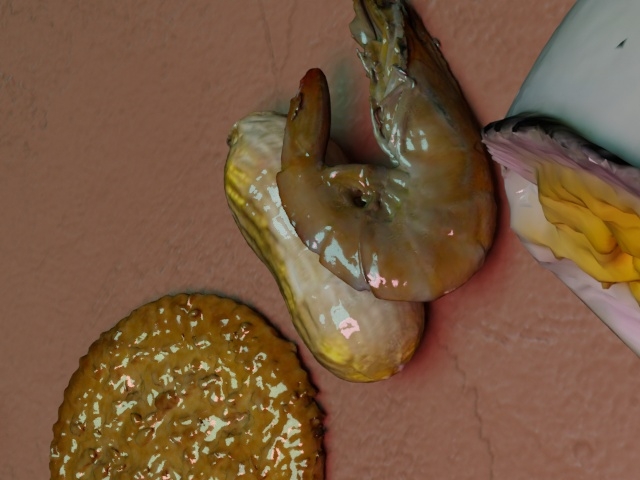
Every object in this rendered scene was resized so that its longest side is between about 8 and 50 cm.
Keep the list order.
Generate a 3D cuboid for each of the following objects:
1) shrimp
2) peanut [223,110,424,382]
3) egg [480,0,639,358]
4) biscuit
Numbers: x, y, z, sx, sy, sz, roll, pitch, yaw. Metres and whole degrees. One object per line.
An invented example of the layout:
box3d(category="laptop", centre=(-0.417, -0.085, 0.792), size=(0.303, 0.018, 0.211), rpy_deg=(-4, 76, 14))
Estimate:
box3d(category="shrimp", centre=(0.034, -0.066, 1.084), size=(0.133, 0.053, 0.236), rpy_deg=(-14, 66, 2))
box3d(category="peanut", centre=(0.000, 0.000, 1.106), size=(0.087, 0.087, 0.207), rpy_deg=(-42, 63, 26))
box3d(category="egg", centre=(0.300, -0.055, 0.749), size=(0.340, 0.354, 0.354), rpy_deg=(-47, 57, -5))
box3d(category="biscuit", centre=(-0.101, 0.162, 1.196), size=(0.254, 0.035, 0.254), rpy_deg=(-4, 83, 37))
